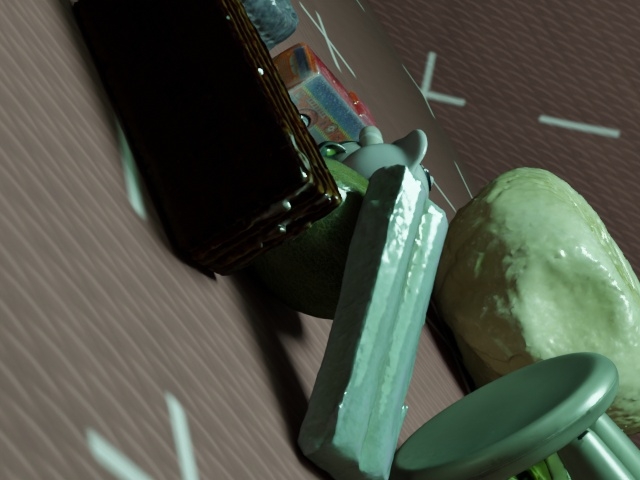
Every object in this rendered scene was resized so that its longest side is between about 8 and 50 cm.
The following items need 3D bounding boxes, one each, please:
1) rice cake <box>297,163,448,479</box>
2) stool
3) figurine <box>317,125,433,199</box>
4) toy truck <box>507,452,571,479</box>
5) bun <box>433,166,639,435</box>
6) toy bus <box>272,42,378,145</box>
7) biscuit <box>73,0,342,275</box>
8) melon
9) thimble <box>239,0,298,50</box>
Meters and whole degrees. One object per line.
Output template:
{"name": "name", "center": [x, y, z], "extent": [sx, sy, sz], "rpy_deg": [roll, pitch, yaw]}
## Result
{"name": "rice cake", "center": [0.041, 0.061, 0.997], "extent": [0.085, 0.040, 0.226], "rpy_deg": [43, 55, -46]}
{"name": "stool", "center": [0.177, 0.215, 1.094], "extent": [0.198, 0.195, 0.195], "rpy_deg": [63, 11, -6]}
{"name": "figurine", "center": [0.053, -0.051, 1.415], "extent": [0.126, 0.147, 0.192], "rpy_deg": [34, 1, -21]}
{"name": "toy truck", "center": [0.192, 0.239, 1.298], "extent": [0.077, 0.100, 0.169], "rpy_deg": [53, 13, -33]}
{"name": "bun", "center": [0.274, 0.096, 1.697], "extent": [0.352, 0.227, 0.349], "rpy_deg": [34, 27, -58]}
{"name": "toy bus", "center": [0.004, -0.139, 1.541], "extent": [0.192, 0.077, 0.065], "rpy_deg": [41, 23, -54]}
{"name": "biscuit", "center": [-0.085, -0.103, 0.996], "extent": [0.070, 0.106, 0.252], "rpy_deg": [34, 26, -61]}
{"name": "melon", "center": [0.000, 0.000, 1.077], "extent": [0.167, 0.114, 0.114], "rpy_deg": [42, 20, -48]}
{"name": "thimble", "center": [-0.094, -0.233, 1.320], "extent": [0.150, 0.098, 0.150], "rpy_deg": [56, 11, -17]}
